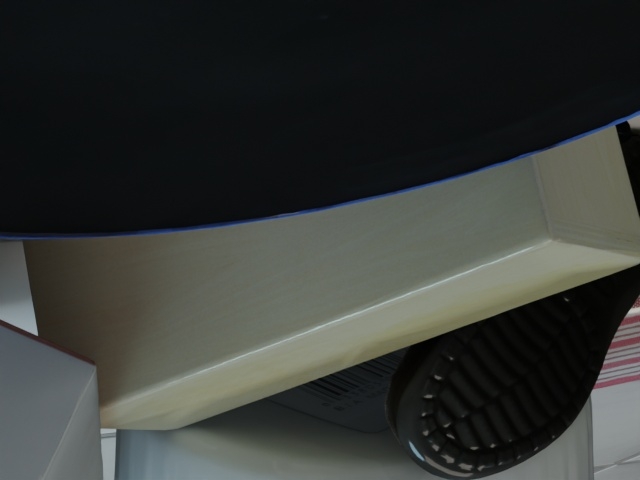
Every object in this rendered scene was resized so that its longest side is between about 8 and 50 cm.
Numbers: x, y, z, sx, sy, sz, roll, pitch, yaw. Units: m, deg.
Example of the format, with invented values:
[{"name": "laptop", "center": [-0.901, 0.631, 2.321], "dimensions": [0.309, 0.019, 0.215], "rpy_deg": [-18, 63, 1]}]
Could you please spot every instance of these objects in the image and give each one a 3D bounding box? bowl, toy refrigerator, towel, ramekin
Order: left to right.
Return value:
[{"name": "bowl", "center": [-0.004, -0.092, 0.538], "dimensions": [0.391, 0.077, 0.391], "rpy_deg": [-11, 165, -3]}, {"name": "toy refrigerator", "center": [0.000, 0.000, 0.821], "dimensions": [0.269, 0.102, 0.094], "rpy_deg": [-23, 162, 32]}, {"name": "ramekin", "center": [0.018, 0.124, 1.004], "dimensions": [0.277, 0.135, 0.277], "rpy_deg": [0, -158, 0]}, {"name": "towel", "center": [0.214, 0.048, 1.130], "dimensions": [0.144, 0.029, 0.197], "rpy_deg": [-13, 162, 2]}]

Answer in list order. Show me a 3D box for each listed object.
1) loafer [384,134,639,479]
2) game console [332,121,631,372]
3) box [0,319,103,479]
[{"name": "loafer", "center": [0.099, 0.036, 0.916], "dimensions": [0.078, 0.080, 0.220], "rpy_deg": [-12, -153, 52]}, {"name": "game console", "center": [0.074, 0.002, 0.890], "dimensions": [0.144, 0.085, 0.124], "rpy_deg": [-22, 169, 33]}, {"name": "box", "center": [-0.224, 0.123, 0.809], "dimensions": [0.215, 0.168, 0.345], "rpy_deg": [23, 162, 1]}]
